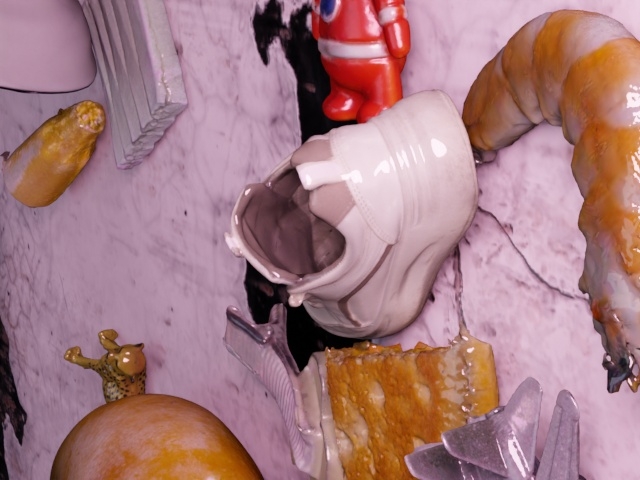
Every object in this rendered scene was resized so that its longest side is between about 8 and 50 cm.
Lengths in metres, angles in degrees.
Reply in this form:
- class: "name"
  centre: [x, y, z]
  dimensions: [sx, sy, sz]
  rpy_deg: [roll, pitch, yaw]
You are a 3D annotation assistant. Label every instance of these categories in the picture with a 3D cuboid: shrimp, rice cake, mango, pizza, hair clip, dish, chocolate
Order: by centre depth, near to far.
- class: "shrimp"
  centre: [0.156, -0.052, 1.011]
  dimensions: [0.287, 0.068, 0.185]
  rpy_deg: [48, 137, 49]
- class: "pizza"
  centre: [0.068, 0.153, 1.259]
  dimensions: [0.197, 0.058, 0.292]
  rpy_deg: [52, 141, 39]
- class: "hair clip"
  centre: [-0.018, 0.146, 1.413]
  dimensions: [0.218, 0.071, 0.159]
  rpy_deg: [-122, 28, -47]
- class: "mango"
  centre: [-0.165, 0.262, 1.588]
  dimensions: [0.384, 0.199, 0.221]
  rpy_deg: [-4, 95, 64]
- class: "dish"
  centre: [-0.353, -0.261, 1.623]
  dimensions: [0.316, 0.316, 0.106]
  rpy_deg: [47, 120, 47]
- class: "rice cake"
  centre: [-0.196, -0.196, 1.671]
  dimensions: [0.189, 0.037, 0.198]
  rpy_deg: [-47, 57, 57]
- class: "chocolate"
  centre: [-0.295, -0.104, 1.862]
  dimensions: [0.219, 0.085, 0.086]
  rpy_deg: [-30, 73, 57]

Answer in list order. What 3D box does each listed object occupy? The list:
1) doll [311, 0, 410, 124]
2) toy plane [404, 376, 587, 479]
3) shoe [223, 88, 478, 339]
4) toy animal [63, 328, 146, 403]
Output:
- class: "doll"
  centre: [0.026, -0.206, 1.205]
  dimensions: [0.142, 0.076, 0.245]
  rpy_deg: [25, 125, 57]
- class: "toy plane"
  centre: [0.158, 0.236, 1.088]
  dimensions: [0.212, 0.088, 0.267]
  rpy_deg: [-41, 74, 46]
- class: "shoe"
  centre: [0.000, 0.000, 1.210]
  dimensions: [0.316, 0.159, 0.124]
  rpy_deg: [120, 133, -58]
- class: "toy animal"
  centre: [-0.228, 0.191, 1.832]
  dimensions: [0.136, 0.073, 0.181]
  rpy_deg: [15, 109, 53]
